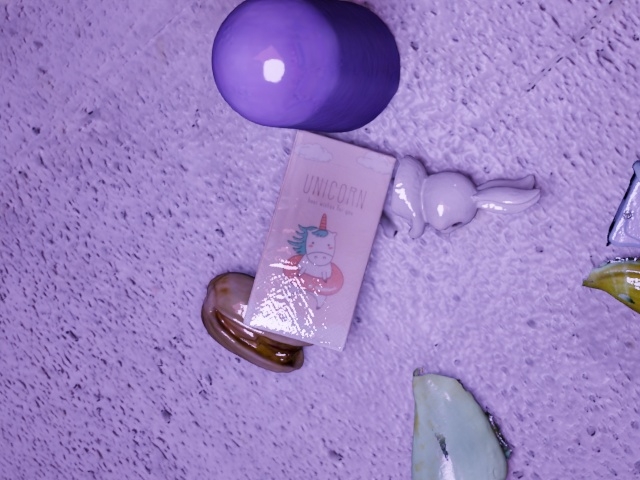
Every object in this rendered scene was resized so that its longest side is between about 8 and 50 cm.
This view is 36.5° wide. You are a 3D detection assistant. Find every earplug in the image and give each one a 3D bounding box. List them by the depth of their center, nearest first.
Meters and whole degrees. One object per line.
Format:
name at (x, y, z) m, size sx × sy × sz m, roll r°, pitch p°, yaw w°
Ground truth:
earplug at (-0.022, -0.250, 1.383) m, size 0.215 × 0.456 × 0.215 m, roll 2°, pitch 99°, yaw 13°

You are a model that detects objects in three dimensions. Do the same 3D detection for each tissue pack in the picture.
tissue pack at (0.000, 0.000, 1.540) m, size 0.170 × 0.071 × 0.325 m, roll 16°, pitch 82°, yaw -2°

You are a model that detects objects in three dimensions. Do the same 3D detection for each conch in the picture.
conch at (0.511, 0.075, 1.483) m, size 0.201 × 0.079 × 0.095 m, roll 21°, pitch 131°, yaw 9°
conch at (0.224, 0.340, 1.575) m, size 0.143 × 0.137 × 0.250 m, roll -2°, pitch 75°, yaw 39°

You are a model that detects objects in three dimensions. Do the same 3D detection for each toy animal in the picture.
toy animal at (0.228, -0.055, 1.525) m, size 0.221 × 0.104 × 0.130 m, roll 11°, pitch 97°, yaw 12°

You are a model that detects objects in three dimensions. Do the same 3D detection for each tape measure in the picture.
tape measure at (0.544, -0.053, 1.455) m, size 0.182 × 0.107 × 0.181 m, roll 17°, pitch 106°, yaw 13°

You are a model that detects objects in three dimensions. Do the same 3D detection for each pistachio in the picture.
pistachio at (-0.104, 0.134, 1.612) m, size 0.206 × 0.131 × 0.129 m, roll 32°, pitch 122°, yaw -5°
